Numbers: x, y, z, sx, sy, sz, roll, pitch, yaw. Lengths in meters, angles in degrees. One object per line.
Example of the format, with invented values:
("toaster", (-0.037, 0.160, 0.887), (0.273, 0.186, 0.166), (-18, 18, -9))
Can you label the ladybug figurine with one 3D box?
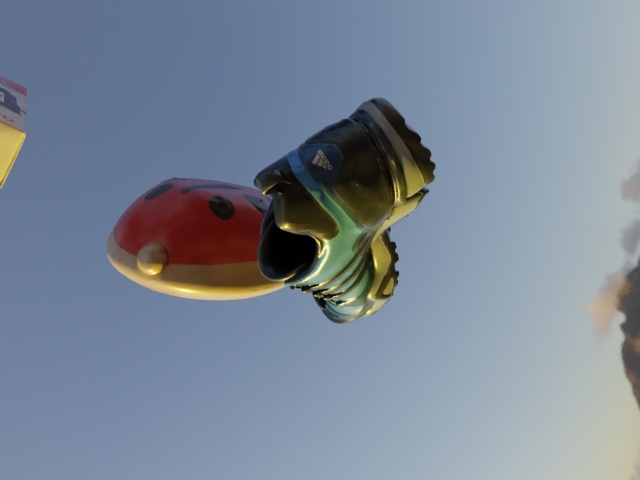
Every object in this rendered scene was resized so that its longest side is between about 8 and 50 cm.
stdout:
("ladybug figurine", (-0.184, -0.015, 0.969), (0.449, 0.304, 0.162), (-39, -37, -79))

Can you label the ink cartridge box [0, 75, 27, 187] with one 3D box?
("ink cartridge box", (-0.542, -0.195, 0.828), (0.171, 0.237, 0.100), (24, -74, -37))

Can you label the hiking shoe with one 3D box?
("hiking shoe", (0.000, 0.000, 0.510), (0.132, 0.113, 0.304), (-23, -29, -16))
